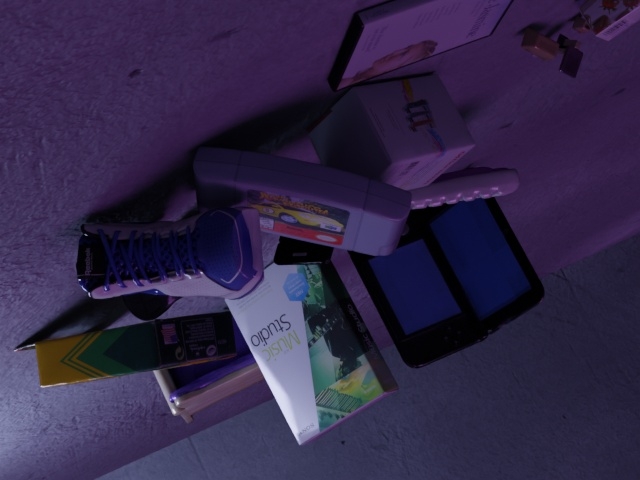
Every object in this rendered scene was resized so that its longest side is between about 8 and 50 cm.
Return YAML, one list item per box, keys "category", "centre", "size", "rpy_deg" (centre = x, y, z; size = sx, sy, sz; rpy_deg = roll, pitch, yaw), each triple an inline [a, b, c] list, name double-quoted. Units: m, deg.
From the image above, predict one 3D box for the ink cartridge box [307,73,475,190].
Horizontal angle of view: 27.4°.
- category: "ink cartridge box"
  centre: [0.102, -0.145, 1.874]
  size: [0.176, 0.127, 0.128]
  rpy_deg: [-13, 161, -41]

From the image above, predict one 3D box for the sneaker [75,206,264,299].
- category: "sneaker"
  centre: [-0.228, 0.030, 1.801]
  size: [0.182, 0.127, 0.316]
  rpy_deg: [-7, 180, -40]

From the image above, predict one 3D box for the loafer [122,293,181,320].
- category: "loafer"
  centre: [-0.203, 0.031, 2.055]
  size: [0.302, 0.109, 0.095]
  rpy_deg: [-32, -175, 44]

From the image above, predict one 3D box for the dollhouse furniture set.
- category: "dollhouse furniture set"
  centre: [0.330, -0.306, 1.959]
  size: [0.114, 0.091, 0.081]
  rpy_deg: [18, 180, -40]

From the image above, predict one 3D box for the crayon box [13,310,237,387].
- category: "crayon box"
  centre: [-0.325, 0.185, 2.189]
  size: [0.319, 0.081, 0.202]
  rpy_deg: [-12, 175, 34]

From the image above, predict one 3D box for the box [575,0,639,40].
- category: "box"
  centre: [0.515, -0.398, 1.851]
  size: [0.324, 0.063, 0.067]
  rpy_deg: [-34, 166, 26]

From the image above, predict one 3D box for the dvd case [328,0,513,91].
- category: "dvd case"
  centre: [0.139, -0.277, 1.693]
  size: [0.253, 0.022, 0.180]
  rpy_deg: [-22, 165, -18]

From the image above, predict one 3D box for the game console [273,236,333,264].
- category: "game console"
  centre: [0.000, 0.000, 2.093]
  size: [0.122, 0.107, 0.071]
  rpy_deg: [-3, 154, 44]

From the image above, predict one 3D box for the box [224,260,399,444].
- category: "box"
  centre: [-0.021, 0.189, 2.441]
  size: [0.232, 0.322, 0.058]
  rpy_deg: [-37, 166, 32]

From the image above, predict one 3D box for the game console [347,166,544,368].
- category: "game console"
  centre: [0.227, 0.051, 2.456]
  size: [0.250, 0.293, 0.173]
  rpy_deg: [-21, 163, -20]

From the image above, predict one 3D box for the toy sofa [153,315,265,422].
- category: "toy sofa"
  centre: [-0.156, 0.212, 2.632]
  size: [0.363, 0.150, 0.177]
  rpy_deg: [-26, 161, -4]

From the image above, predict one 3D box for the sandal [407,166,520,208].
- category: "sandal"
  centre: [0.111, -0.097, 2.120]
  size: [0.417, 0.102, 0.169]
  rpy_deg: [-7, -179, -11]

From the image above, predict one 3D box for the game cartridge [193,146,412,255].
- category: "game cartridge"
  centre: [-0.028, -0.053, 1.794]
  size: [0.294, 0.060, 0.196]
  rpy_deg: [12, 159, 1]
